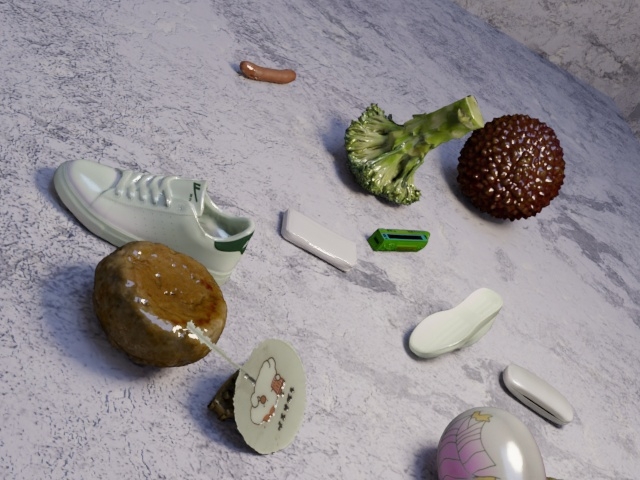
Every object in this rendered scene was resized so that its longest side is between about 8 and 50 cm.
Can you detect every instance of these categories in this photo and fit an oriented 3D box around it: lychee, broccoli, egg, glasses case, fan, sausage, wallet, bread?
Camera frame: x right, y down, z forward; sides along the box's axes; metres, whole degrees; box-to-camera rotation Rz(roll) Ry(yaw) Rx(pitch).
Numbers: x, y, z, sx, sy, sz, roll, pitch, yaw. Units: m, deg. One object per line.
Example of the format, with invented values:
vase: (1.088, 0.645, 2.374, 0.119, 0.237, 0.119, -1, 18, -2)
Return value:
lychee: (0.537, -0.203, 2.524, 0.306, 0.306, 0.330, 29, 38, -21)
broccoli: (0.234, -0.221, 2.179, 0.221, 0.362, 0.251, 20, 76, -43)
egg: (0.306, 0.430, 1.623, 0.196, 0.196, 0.271, 29, 46, -21)
glasses case: (0.494, 0.350, 2.049, 0.197, 0.049, 0.076, 34, 33, -13)
fan: (-0.117, 0.216, 1.440, 0.329, 0.009, 0.190, 47, 53, -41)
sausage: (-0.133, -0.424, 2.291, 0.186, 0.043, 0.043, -1, 52, -49)
wallet: (0.000, 0.000, 1.945, 0.190, 0.033, 0.095, 30, 36, -18)
bread: (-0.262, 0.108, 1.453, 0.230, 0.123, 0.230, 27, 30, -18)

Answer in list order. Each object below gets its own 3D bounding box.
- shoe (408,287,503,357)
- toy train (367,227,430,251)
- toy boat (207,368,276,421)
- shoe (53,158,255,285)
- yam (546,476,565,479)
shoe: (0.295, 0.205, 1.972, 0.265, 0.110, 0.095, -27, 54, -30)
toy train: (0.201, 0.003, 2.146, 0.209, 0.044, 0.042, 2, 49, -46)
toy boat: (-0.114, 0.236, 1.506, 0.064, 0.072, 0.206, 44, 31, 6)
shoe: (-0.283, -0.061, 1.594, 0.363, 0.160, 0.131, 32, 32, -18)
yam: (0.454, 0.567, 1.713, 0.093, 0.093, 0.259, 31, 34, -17)
